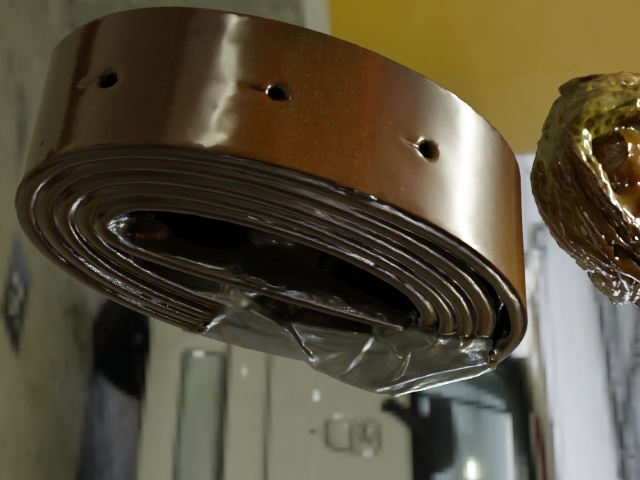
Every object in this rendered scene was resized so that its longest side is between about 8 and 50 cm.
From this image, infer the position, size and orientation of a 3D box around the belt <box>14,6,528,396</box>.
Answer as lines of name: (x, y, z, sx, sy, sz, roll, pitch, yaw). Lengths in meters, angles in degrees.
belt: (-0.020, -0.017, 0.972, 0.217, 0.338, 0.122, -45, -148, 50)

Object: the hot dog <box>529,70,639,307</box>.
hot dog: (0.253, -0.040, 1.262, 0.259, 0.114, 0.175, 32, 73, -68)
